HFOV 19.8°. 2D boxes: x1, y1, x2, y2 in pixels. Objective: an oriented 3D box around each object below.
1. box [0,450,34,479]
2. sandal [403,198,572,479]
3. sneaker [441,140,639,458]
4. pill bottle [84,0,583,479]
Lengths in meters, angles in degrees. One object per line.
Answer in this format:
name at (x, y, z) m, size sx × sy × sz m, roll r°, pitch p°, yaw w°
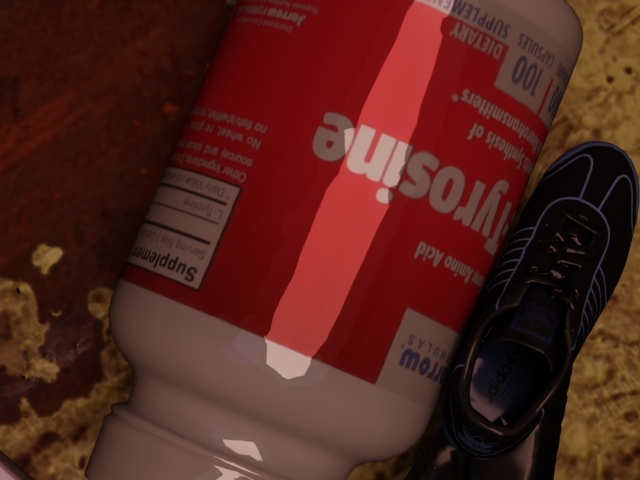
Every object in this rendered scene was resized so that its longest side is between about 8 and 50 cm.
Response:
box at (-0.140, 0.265, 1.275) m, size 0.324 × 0.063 × 0.067 m, roll 44°, pitch 84°, yaw -8°
sandal at (0.101, 0.181, 1.292) m, size 0.107 × 0.167 × 0.446 m, roll 10°, pitch 80°, yaw 15°
sneaker at (0.149, 0.035, 1.181) m, size 0.081 × 0.090 × 0.232 m, roll 24°, pitch 80°, yaw 2°
pill bottle at (0.000, 0.000, 1.218) m, size 0.229 × 0.229 × 0.408 m, roll 23°, pitch 86°, yaw -10°
